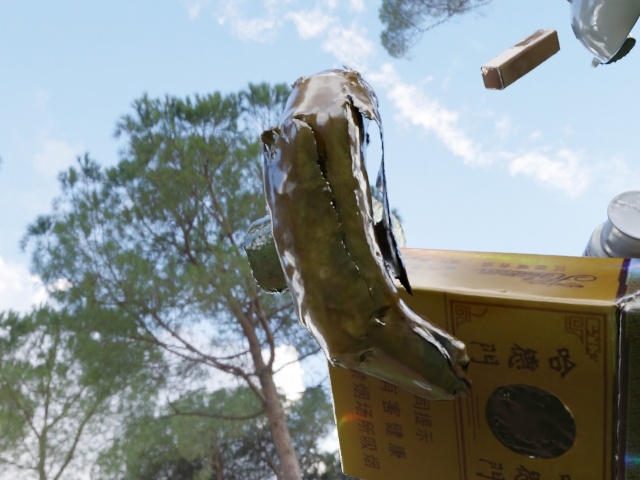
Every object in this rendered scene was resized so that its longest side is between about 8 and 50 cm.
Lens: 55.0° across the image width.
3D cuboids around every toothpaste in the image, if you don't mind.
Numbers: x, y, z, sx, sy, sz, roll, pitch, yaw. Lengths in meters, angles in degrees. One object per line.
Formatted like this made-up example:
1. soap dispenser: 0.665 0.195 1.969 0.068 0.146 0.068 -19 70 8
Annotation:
1. toothpaste: 0.342 0.060 0.739 0.073 0.114 0.299 -28 -35 -12

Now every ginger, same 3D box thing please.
1. ginger: 0.022 -0.011 0.522 0.133 0.309 0.107 -2 -15 -36

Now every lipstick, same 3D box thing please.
1. lipstick: 0.335 -0.302 1.026 0.145 0.045 0.045 -35 -58 -19

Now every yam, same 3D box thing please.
1. yam: 0.000 0.000 1.193 0.305 0.167 0.168 -18 -43 32

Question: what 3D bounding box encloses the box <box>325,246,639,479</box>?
1. box: 0.210 0.147 0.611 0.416 0.116 0.264 5 -68 31

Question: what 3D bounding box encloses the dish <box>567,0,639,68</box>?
1. dish: 0.380 -0.348 0.806 0.086 0.228 0.236 24 -61 8

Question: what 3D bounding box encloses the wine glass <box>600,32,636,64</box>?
1. wine glass: 0.557 -0.458 1.251 0.093 0.202 0.093 -14 -23 -6
